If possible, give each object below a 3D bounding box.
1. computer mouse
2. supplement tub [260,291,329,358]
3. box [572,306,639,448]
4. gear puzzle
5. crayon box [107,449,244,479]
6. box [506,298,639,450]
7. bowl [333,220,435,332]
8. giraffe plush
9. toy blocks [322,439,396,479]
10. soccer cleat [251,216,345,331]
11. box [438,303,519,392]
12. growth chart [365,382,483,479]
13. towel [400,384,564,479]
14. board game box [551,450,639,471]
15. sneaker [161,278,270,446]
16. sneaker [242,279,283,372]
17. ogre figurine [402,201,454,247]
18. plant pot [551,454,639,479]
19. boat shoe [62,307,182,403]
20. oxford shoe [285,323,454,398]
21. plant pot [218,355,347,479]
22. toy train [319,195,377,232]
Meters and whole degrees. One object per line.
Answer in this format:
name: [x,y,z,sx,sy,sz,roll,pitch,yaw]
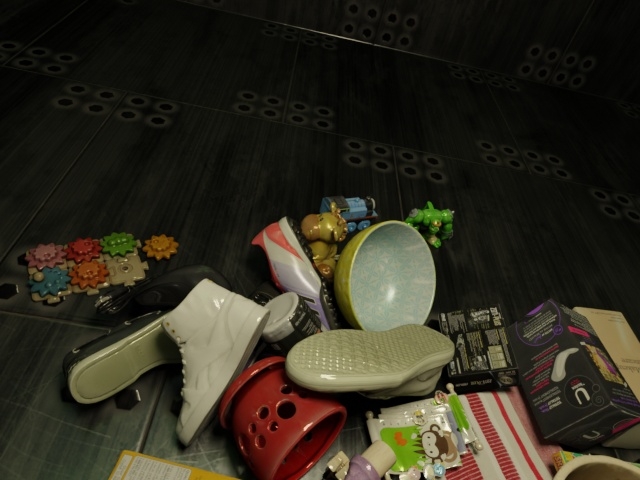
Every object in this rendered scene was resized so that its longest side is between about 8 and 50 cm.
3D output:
computer mouse: [-0.316,0.092,0.999,0.272,0.072,0.188,-5,10,19]
supplement tub: [-0.039,0.209,0.988,0.117,0.190,0.117,-28,25,15]
box: [0.701,0.323,1.143,0.148,0.121,0.311,7,43,-11]
gear puzzle: [-0.507,0.041,1.136,0.339,0.044,0.175,-12,49,-27]
crayon box: [-0.194,0.468,0.721,0.323,0.083,0.203,10,42,8]
box: [0.550,0.294,1.063,0.143,0.165,0.270,25,35,-25]
bowl: [0.129,0.099,1.161,0.290,0.289,0.156,-25,13,-36]
giraffe plush: [0.000,0.000,1.238,0.210,0.170,0.181,-15,51,-30]
toy blocks: [0.049,0.487,0.660,0.260,0.288,0.309,-30,60,-34]
soccer cleat: [-0.048,0.104,1.130,0.117,0.108,0.318,-27,87,9]
box: [0.364,0.249,1.109,0.148,0.077,0.180,-12,41,13]
growth chart: [0.208,0.392,0.959,0.237,0.021,0.172,-9,46,-20]
towel: [0.353,0.428,0.993,0.329,0.037,0.237,-3,45,-20]
board game box: [0.590,0.503,0.951,0.260,0.039,0.124,18,41,-20]
sneaker: [-0.231,0.217,0.887,0.169,0.292,0.108,28,2,7]
sneaker: [-0.140,0.171,1.049,0.107,0.124,0.283,21,42,5]
ogre figurine: [0.314,-0.046,1.420,0.197,0.118,0.096,13,42,-2]
plant pot: [0.377,0.534,0.667,0.334,0.305,0.333,16,37,-12]
boat shoe: [-0.347,0.201,0.967,0.113,0.127,0.340,18,35,41]
oxford shoe: [0.113,0.256,0.941,0.450,0.130,0.169,6,20,-46]
plant pot: [-0.073,0.320,0.869,0.191,0.191,0.174,-25,50,-35]
toy train: [0.082,-0.079,1.395,0.184,0.105,0.080,-8,48,-24]
